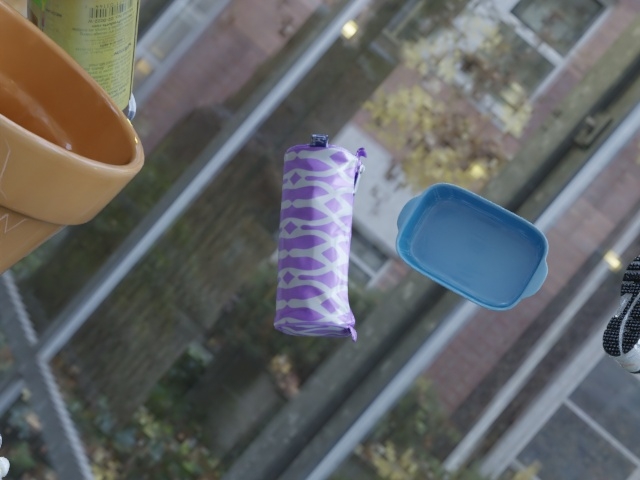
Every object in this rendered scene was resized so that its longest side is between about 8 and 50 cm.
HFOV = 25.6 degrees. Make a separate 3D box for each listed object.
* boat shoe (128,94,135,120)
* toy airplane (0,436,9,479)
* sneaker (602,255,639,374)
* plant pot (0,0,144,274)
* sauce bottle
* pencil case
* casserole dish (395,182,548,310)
[{"bbox_3d":[-0.235,-0.170,1.557,0.035,0.035,0.100,6,43,-34],"label":"boat shoe"},{"bbox_3d":[-0.549,0.195,1.705,0.386,0.272,0.384,45,13,-42],"label":"toy airplane"},{"bbox_3d":[0.247,0.052,1.059,0.040,0.109,0.044,7,-32,46],"label":"sneaker"},{"bbox_3d":[-0.313,-0.076,1.086,0.291,0.203,0.291,40,12,-10],"label":"plant pot"},{"bbox_3d":[-0.246,-0.164,1.436,0.111,0.111,0.344,41,-41,28],"label":"sauce bottle"},{"bbox_3d":[0.000,0.000,1.450,0.088,0.206,0.086,4,-9,2],"label":"pencil case"},{"bbox_3d":[0.177,0.010,1.638,0.188,0.114,0.037,29,-7,20],"label":"casserole dish"}]
